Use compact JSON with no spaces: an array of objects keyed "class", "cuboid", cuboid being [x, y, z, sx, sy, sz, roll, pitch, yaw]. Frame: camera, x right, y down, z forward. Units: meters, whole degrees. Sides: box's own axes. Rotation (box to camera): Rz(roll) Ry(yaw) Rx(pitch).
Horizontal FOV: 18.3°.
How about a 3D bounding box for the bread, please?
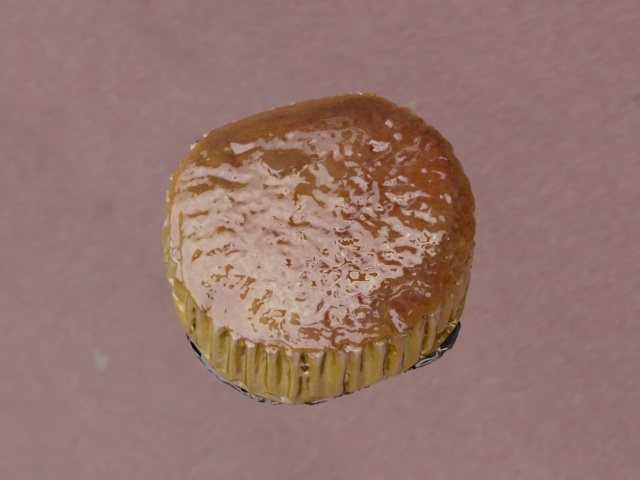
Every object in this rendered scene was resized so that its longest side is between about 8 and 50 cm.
[{"class":"bread","cuboid":[0.000,-0.001,1.227,0.199,0.199,0.104,42,162,16]}]
